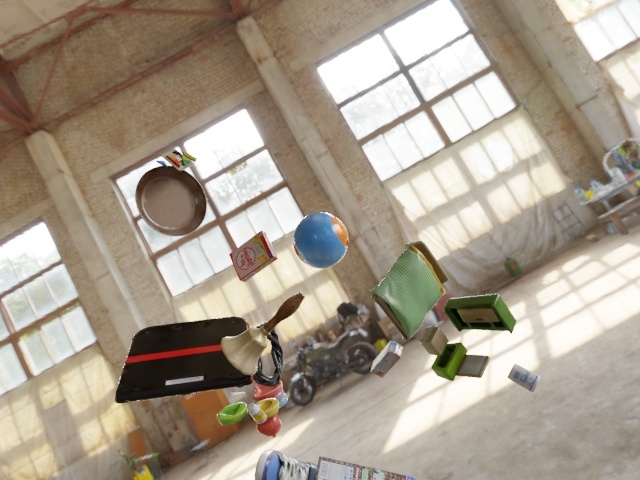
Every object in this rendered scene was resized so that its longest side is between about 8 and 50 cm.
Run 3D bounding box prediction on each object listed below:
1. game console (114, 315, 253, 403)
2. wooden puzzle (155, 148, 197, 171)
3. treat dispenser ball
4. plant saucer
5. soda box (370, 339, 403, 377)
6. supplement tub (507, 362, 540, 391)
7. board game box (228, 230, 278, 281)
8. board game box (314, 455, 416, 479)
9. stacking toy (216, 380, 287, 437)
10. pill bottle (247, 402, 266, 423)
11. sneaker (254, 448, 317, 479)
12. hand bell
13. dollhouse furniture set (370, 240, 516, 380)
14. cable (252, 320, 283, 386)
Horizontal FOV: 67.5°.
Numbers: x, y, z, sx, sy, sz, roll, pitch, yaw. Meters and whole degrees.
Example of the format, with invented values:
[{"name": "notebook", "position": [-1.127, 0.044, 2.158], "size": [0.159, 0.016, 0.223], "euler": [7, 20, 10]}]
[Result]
[{"name": "game console", "position": [-0.403, 0.359, 1.477], "size": [0.385, 0.060, 0.342], "euler": [-6, 26, -8]}, {"name": "wooden puzzle", "position": [-0.378, -0.216, 1.269], "size": [0.014, 0.078, 0.116], "euler": [-54, 6, 32]}, {"name": "treat dispenser ball", "position": [0.000, 0.000, 2.455], "size": [0.288, 0.288, 0.288], "euler": [-29, -6, -4]}, {"name": "plant saucer", "position": [-0.406, -0.104, 1.298], "size": [0.198, 0.199, 0.036], "euler": [-24, 2, -41]}, {"name": "soda box", "position": [0.269, 0.485, 1.954], "size": [0.183, 0.058, 0.063], "euler": [-63, 0, 44]}, {"name": "supplement tub", "position": [0.800, 0.539, 1.884], "size": [0.071, 0.107, 0.071], "euler": [-40, -35, -36]}, {"name": "board game box", "position": [-0.298, 0.071, 2.115], "size": [0.193, 0.147, 0.045], "euler": [-36, -28, 13]}, {"name": "board game box", "position": [0.110, 0.779, 1.346], "size": [0.232, 0.290, 0.141], "euler": [-73, -7, -53]}, {"name": "stacking toy", "position": [-0.281, 0.746, 2.079], "size": [0.279, 0.131, 0.309], "euler": [-17, 8, 7]}, {"name": "pill bottle", "position": [-0.238, 0.642, 1.786], "size": [0.043, 0.083, 0.043], "euler": [-22, 31, 14]}, {"name": "sneaker", "position": [-0.074, 0.837, 1.699], "size": [0.236, 0.130, 0.323], "euler": [3, -30, 20]}, {"name": "hand bell", "position": [-0.130, 0.223, 1.246], "size": [0.242, 0.126, 0.126], "euler": [-44, -9, 8]}, {"name": "dollhouse furniture set", "position": [0.289, 0.158, 1.111], "size": [0.151, 0.302, 0.198], "euler": [-12, 32, 52]}, {"name": "cable", "position": [-0.159, 0.335, 1.405], "size": [0.047, 0.185, 0.150], "euler": [-15, 3, 23]}]
